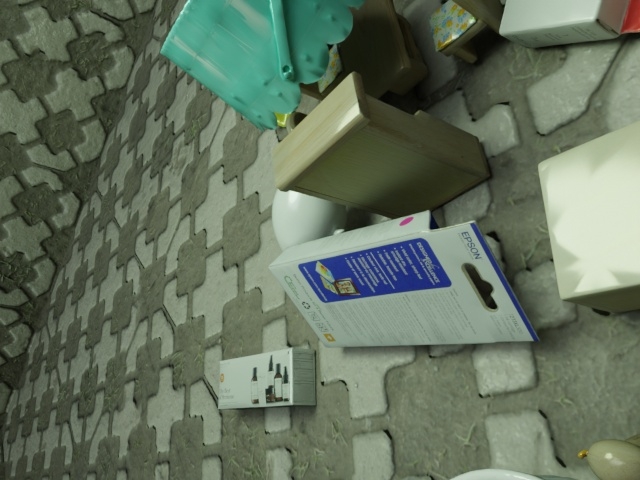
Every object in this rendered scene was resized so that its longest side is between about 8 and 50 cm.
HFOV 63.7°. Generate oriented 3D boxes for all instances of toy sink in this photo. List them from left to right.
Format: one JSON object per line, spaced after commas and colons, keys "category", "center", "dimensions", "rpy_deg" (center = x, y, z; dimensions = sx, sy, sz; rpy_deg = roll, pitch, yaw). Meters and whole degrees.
{"category": "toy sink", "center": [0.350, -0.031, 0.473], "dimensions": [0.234, 0.131, 0.153], "rpy_deg": [-26, 59, 48]}

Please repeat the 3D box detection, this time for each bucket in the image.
{"category": "bucket", "center": [-0.085, -0.315, 0.731], "dimensions": [0.281, 0.183, 0.281], "rpy_deg": [-44, 28, 30]}

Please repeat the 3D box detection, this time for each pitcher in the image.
{"category": "pitcher", "center": [0.000, 0.000, 0.867], "dimensions": [0.177, 0.125, 0.207], "rpy_deg": [23, 126, 36]}

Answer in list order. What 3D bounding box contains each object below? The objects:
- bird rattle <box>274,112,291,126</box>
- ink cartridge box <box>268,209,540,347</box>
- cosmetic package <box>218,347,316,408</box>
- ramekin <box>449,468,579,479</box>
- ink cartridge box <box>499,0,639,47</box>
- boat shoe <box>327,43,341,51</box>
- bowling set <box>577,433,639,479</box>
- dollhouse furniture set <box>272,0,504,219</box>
{"category": "bird rattle", "center": [-0.110, -0.374, 1.099], "dimensions": [0.143, 0.206, 0.254], "rpy_deg": [38, 117, 30]}
{"category": "ink cartridge box", "center": [0.097, 0.064, 0.710], "dimensions": [0.370, 0.176, 0.069], "rpy_deg": [-13, 27, 49]}
{"category": "cosmetic package", "center": [-0.108, 0.265, 0.972], "dimensions": [0.239, 0.060, 0.099], "rpy_deg": [-22, 60, 44]}
{"category": "ramekin", "center": [0.220, 0.361, 0.485], "dimensions": [0.277, 0.135, 0.277], "rpy_deg": [-19, 65, 46]}
{"category": "ink cartridge box", "center": [0.358, -0.384, 0.576], "dimensions": [0.261, 0.066, 0.297], "rpy_deg": [22, 102, 55]}
{"category": "boat shoe", "center": [0.046, -0.425, 1.008], "dimensions": [0.065, 0.083, 0.184], "rpy_deg": [33, 103, 50]}
{"category": "bowling set", "center": [0.354, 0.244, 0.353], "dimensions": [0.287, 0.154, 0.200], "rpy_deg": [-19, 63, 46]}
{"category": "dollhouse furniture set", "center": [0.064, -0.254, 0.776], "dimensions": [0.362, 0.256, 0.395], "rpy_deg": [-34, 55, 42]}
